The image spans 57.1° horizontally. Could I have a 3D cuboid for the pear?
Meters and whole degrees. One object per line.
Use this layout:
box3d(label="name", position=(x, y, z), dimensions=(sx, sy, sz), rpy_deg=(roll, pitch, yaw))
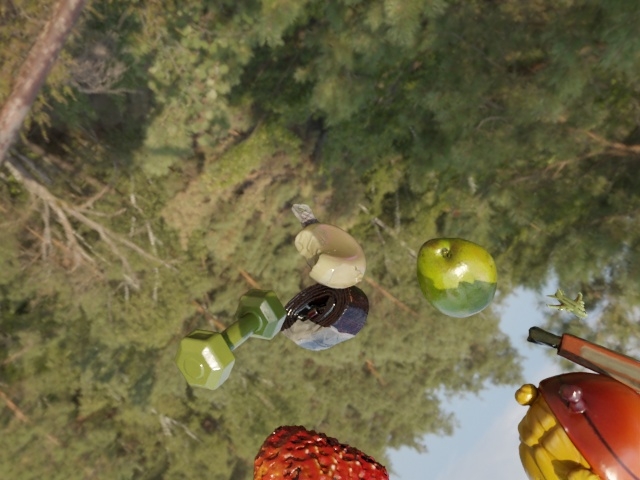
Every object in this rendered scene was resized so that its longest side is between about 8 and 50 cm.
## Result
box3d(label="pear", position=(0.319, 0.078, 1.392), dimensions=(0.188, 0.219, 0.187), rpy_deg=(-22, -147, 16))

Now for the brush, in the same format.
box3d(label="brush", position=(0.490, 0.207, 0.939), dimensions=(0.070, 0.323, 0.051), rpy_deg=(25, 90, -55))

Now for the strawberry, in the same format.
box3d(label="strawberry", position=(0.008, 0.289, 0.739), dimensions=(0.082, 0.188, 0.121), rpy_deg=(118, -22, -47))

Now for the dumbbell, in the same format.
box3d(label="dumbbell", position=(-0.185, 0.204, 1.270), dimensions=(0.302, 0.121, 0.108), rpy_deg=(-36, 125, -60))

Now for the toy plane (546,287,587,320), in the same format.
box3d(label="toy plane", position=(0.600, 0.155, 1.416), dimensions=(0.102, 0.111, 0.040), rpy_deg=(-18, 128, -15))

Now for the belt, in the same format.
box3d(label="belt", position=(0.017, 0.239, 1.859), dimensions=(0.289, 0.184, 0.164), rpy_deg=(-28, 145, 30))

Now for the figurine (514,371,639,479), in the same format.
box3d(label="figurine", position=(0.434, 0.309, 0.879), dimensions=(0.196, 0.323, 0.320), rpy_deg=(-62, -155, 23))

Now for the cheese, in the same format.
box3d(label="cheese", position=(0.000, 0.000, 1.442), dimensions=(0.163, 0.286, 0.082), rpy_deg=(-2, 129, -35))
